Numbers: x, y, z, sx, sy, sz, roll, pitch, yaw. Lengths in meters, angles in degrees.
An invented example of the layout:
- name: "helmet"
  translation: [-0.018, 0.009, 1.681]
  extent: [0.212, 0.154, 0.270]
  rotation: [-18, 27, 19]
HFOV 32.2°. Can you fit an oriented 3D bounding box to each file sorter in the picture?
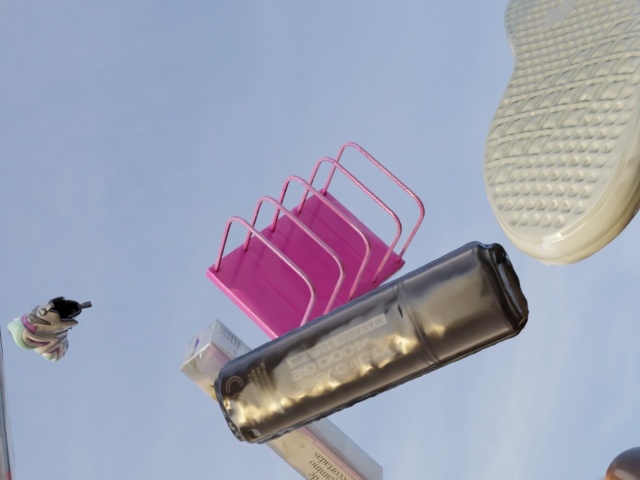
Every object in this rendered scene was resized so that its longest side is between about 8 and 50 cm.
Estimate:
- name: "file sorter"
  translation: [0.000, 0.000, 1.791]
  extent: [0.290, 0.202, 0.182]
  rotation: [-37, -19, -36]

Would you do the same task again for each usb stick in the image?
- name: "usb stick"
  translation: [0.033, 0.085, 0.868]
  extent: [0.278, 0.077, 0.045]
  rotation: [-28, -9, 28]

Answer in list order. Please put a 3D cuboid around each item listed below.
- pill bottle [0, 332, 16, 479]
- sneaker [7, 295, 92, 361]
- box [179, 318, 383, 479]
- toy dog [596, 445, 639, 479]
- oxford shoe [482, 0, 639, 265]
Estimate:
- name: "pill bottle"
  translation: [-0.320, 0.067, 0.818]
  extent: [0.161, 0.161, 0.283]
  rotation: [-12, -78, -43]
- name: "sneaker"
  translation: [-0.239, 0.078, 1.030]
  extent: [0.069, 0.038, 0.098]
  rotation: [-35, -15, 2]
- name: "box"
  translation: [-0.047, 0.236, 1.457]
  extent: [0.063, 0.067, 0.324]
  rotation: [-40, -71, 21]
- name: "toy dog"
  translation: [0.275, 0.411, 1.162]
  extent: [0.408, 0.395, 0.285]
  rotation: [-35, -62, -7]
- name: "oxford shoe"
  translation: [0.228, -0.114, 0.898]
  extent: [0.169, 0.449, 0.130]
  rotation: [-33, -69, 27]
